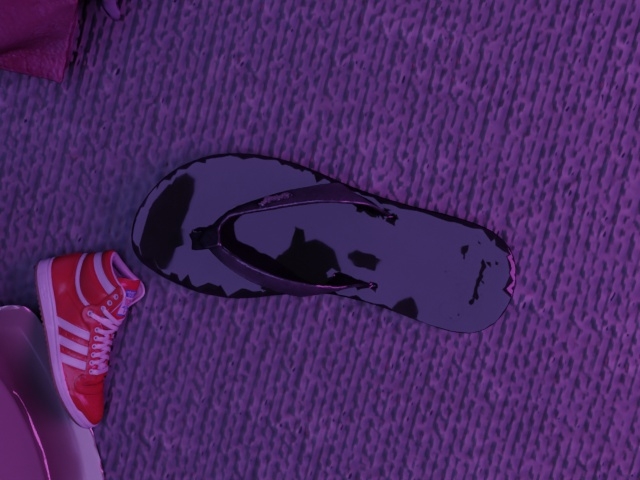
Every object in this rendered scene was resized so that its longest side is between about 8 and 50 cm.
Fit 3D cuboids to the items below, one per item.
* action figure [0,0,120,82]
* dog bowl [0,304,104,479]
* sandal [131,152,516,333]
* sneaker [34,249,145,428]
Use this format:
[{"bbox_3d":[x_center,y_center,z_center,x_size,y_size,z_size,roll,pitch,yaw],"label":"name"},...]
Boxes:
[{"bbox_3d":[-0.309,-0.166,0.640,0.370,0.276,0.248,-6,100,-8],"label":"action figure"},{"bbox_3d":[-0.253,0.168,0.623,0.102,0.349,0.349,-16,93,18],"label":"dog bowl"},{"bbox_3d":[0.001,-0.001,0.717,0.254,0.054,0.097,8,95,5],"label":"sandal"},{"bbox_3d":[-0.147,0.064,0.744,0.067,0.042,0.118,-13,91,10],"label":"sneaker"}]
